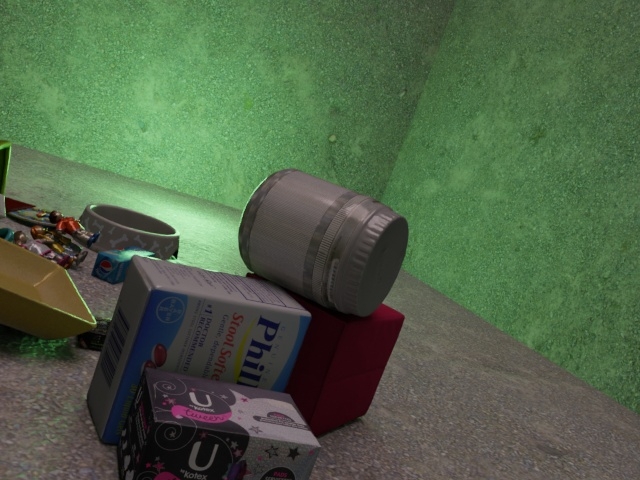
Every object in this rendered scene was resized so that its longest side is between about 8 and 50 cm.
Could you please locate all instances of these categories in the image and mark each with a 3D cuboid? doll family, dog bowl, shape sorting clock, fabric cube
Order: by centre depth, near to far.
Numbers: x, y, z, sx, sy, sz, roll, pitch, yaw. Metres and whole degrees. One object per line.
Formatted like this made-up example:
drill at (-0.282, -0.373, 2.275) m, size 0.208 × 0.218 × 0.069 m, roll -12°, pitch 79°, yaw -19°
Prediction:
fabric cube at (-0.022, 0.225, 1.318) m, size 0.254 × 0.259 × 0.258 m, roll 25°, pitch 12°, yaw 29°
doll family at (-0.704, 0.018, 1.621) m, size 0.163 × 0.118 × 0.263 m, roll 30°, pitch 21°, yaw -3°
shape sorting clock at (-0.879, -0.077, 1.995) m, size 0.206 × 0.040 × 0.206 m, roll 20°, pitch 8°, yaw -3°
dog bowl at (-0.619, -0.023, 2.056) m, size 0.348 × 0.102 × 0.349 m, roll 19°, pitch 8°, yaw -3°

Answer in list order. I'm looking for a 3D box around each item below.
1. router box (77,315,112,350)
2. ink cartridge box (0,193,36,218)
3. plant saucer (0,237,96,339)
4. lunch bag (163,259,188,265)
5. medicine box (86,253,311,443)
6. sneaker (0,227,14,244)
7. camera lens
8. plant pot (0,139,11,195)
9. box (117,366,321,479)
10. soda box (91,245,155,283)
router box at (-0.431, 0.194, 1.293) m, size 0.122 × 0.038 × 0.092 m, roll 17°, pitch 9°, yaw -26°
ink cartridge box at (-0.834, -0.053, 1.430) m, size 0.275 × 0.060 × 0.239 m, roll -11°, pitch -12°, yaw 11°
plant saucer at (-0.622, 0.069, 1.196) m, size 0.332 × 0.081 × 0.332 m, roll 34°, pitch -1°, yaw -37°
lunch bag at (-0.425, 0.097, 1.845) m, size 0.065 × 0.067 × 0.098 m, roll 23°, pitch 10°, yaw 25°
medicine box at (-0.202, 0.192, 1.060) m, size 0.289 × 0.264 × 0.149 m, roll 14°, pitch 10°, yaw -33°
sneaker at (-0.795, 0.010, 1.374) m, size 0.107 × 0.110 × 0.275 m, roll 24°, pitch 10°, yaw 24°
camera lens at (0.000, 0.000, 1.192) m, size 0.274 × 0.219 × 0.219 m, roll 23°, pitch 9°, yaw 25°
plant pot at (-1.003, -0.178, 1.751) m, size 0.207 × 0.228 × 0.227 m, roll 10°, pitch 11°, yaw -17°
box at (-0.150, 0.298, 0.919) m, size 0.247 × 0.142 × 0.163 m, roll 16°, pitch 9°, yaw -24°
soda box at (-0.547, 0.065, 1.766) m, size 0.071 × 0.067 × 0.210 m, roll 21°, pitch 8°, yaw 9°
